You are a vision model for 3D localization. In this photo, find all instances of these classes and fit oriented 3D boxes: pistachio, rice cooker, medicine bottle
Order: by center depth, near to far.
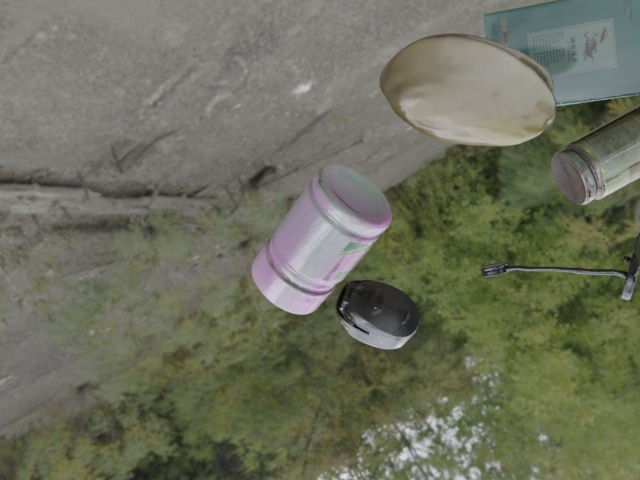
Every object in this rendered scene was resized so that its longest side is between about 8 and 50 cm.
[{"bbox_3d":[0.238,-0.251,1.104,0.288,0.166,0.197,5,140,1],"label":"pistachio"},{"bbox_3d":[0.110,0.146,1.339,0.106,0.165,0.112,101,12,-57],"label":"rice cooker"},{"bbox_3d":[0.717,-0.215,1.590,0.322,0.151,0.151,-28,172,-4],"label":"medicine bottle"},{"bbox_3d":[0.000,0.000,1.626,0.212,0.212,0.325,-17,150,-54],"label":"medicine bottle"}]

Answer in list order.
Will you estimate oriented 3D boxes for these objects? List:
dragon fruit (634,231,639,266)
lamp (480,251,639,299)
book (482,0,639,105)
[{"bbox_3d":[0.630,0.003,1.131,0.295,0.268,0.130,-43,-151,-21],"label":"dragon fruit"},{"bbox_3d":[0.561,0.097,1.599,0.371,0.109,0.130,-8,-175,27],"label":"lamp"},{"bbox_3d":[0.607,-0.467,1.688,0.379,0.264,0.031,-3,-165,23],"label":"book"}]
